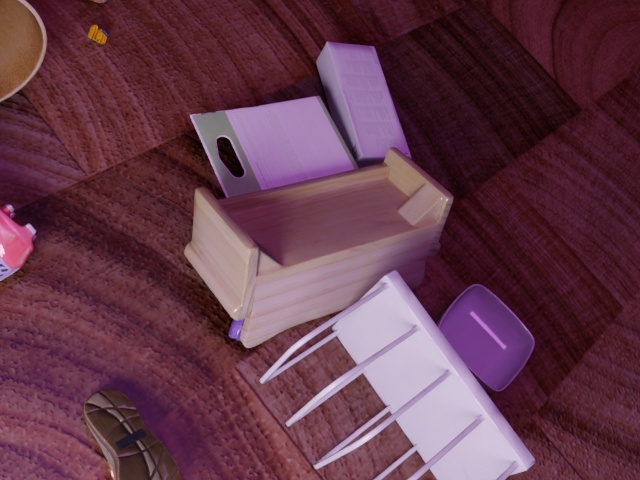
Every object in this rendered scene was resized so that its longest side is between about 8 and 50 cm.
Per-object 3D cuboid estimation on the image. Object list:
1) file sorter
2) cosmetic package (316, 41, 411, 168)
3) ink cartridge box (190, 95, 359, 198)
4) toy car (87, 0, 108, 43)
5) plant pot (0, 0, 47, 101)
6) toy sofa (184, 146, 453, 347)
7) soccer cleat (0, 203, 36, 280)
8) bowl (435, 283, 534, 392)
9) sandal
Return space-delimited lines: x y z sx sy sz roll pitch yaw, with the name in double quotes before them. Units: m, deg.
"file sorter" 0.077 0.220 0.879 0.173 0.193 0.278 -28 76 -32
"cosmetic package" 0.071 -0.227 1.216 0.098 0.060 0.239 -2 63 -24
"ink cartridge box" -0.070 -0.131 1.097 0.235 0.056 0.171 -16 69 -29
"toy car" -0.359 -0.360 1.117 0.040 0.060 0.122 32 58 -63
"plant pot" -0.508 -0.324 0.893 0.237 0.237 0.254 -18 68 -32
"toy sofa" 0.000 0.000 1.016 0.362 0.177 0.150 -16 45 -32
"soccer cleat" -0.454 -0.051 0.844 0.248 0.083 0.095 44 66 -7
"bowl" 0.242 0.152 1.081 0.142 0.053 0.142 46 54 5
"sandal" -0.217 0.251 0.811 0.072 0.049 0.180 -18 56 -38
